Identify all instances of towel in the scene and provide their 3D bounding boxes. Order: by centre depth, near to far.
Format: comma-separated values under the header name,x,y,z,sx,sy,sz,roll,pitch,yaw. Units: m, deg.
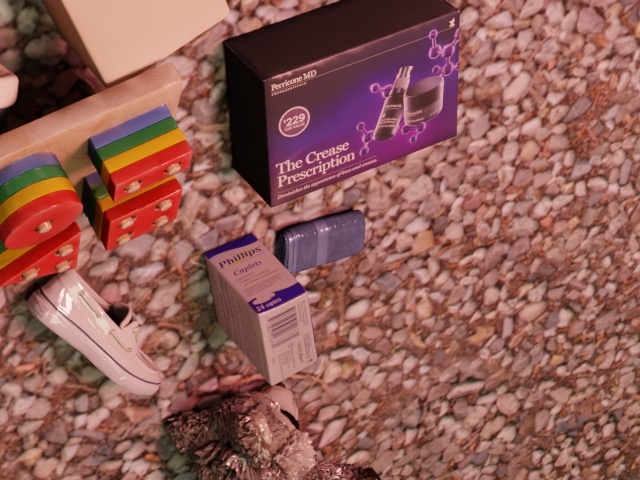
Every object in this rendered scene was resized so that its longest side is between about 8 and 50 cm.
name,x,y,z,sx,sy,sz,roll,pitch,yaw
towel,0.000,0.000,2.193,0.119,0.029,0.067,-16,131,-27

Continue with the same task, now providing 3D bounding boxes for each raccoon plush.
name,x,y,z,sx,sy,sz,roll,pitch,yaw
raccoon plush,-0.057,0.404,2.227,0.216,0.446,0.299,-22,145,27

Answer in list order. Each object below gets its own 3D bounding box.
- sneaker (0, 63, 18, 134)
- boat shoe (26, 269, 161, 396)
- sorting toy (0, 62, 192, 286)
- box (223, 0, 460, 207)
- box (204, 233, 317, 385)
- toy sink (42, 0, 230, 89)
name,x,y,z,sx,sy,sz,roll,pitch,yaw
sneaker,-0.459,-0.108,1.677,0.350,0.131,0.148,0,118,-38
boat shoe,-0.246,0.109,2.052,0.076,0.083,0.226,-45,137,3
sorting toy,-0.257,-0.047,1.826,0.255,0.089,0.257,-26,166,-19
box,0.028,-0.174,2.023,0.261,0.103,0.184,-22,131,-22
box,-0.072,0.082,2.123,0.072,0.137,0.126,-26,135,-20
toy sink,-0.213,-0.293,1.718,0.152,0.131,0.234,-36,142,-9
